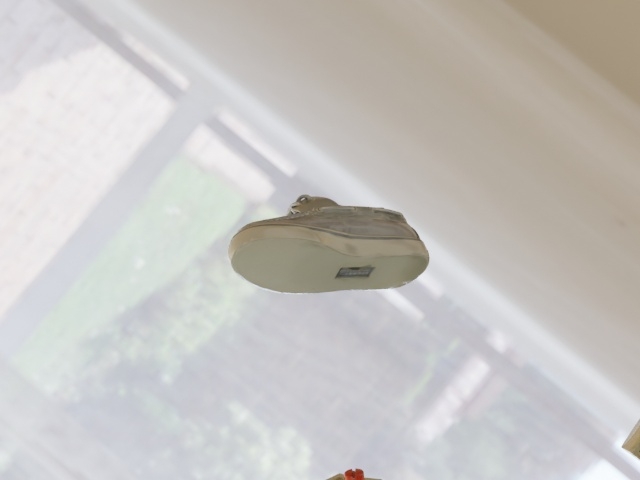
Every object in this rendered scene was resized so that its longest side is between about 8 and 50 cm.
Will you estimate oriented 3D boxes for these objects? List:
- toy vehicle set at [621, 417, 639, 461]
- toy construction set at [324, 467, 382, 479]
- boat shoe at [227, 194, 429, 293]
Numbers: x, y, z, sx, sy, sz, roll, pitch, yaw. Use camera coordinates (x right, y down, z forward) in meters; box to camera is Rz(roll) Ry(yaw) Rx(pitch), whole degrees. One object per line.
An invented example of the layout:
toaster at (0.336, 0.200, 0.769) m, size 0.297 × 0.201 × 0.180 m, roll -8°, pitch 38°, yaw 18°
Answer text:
toy vehicle set at (0.523, 0.204, 2.029) m, size 0.267 × 0.166 × 0.035 m, roll -55°, pitch -165°, yaw -4°
toy construction set at (0.124, 0.469, 2.273) m, size 0.151 × 0.327 × 0.215 m, roll -27°, pitch -159°, yaw -19°
boat shoe at (0.001, -0.001, 1.539) m, size 0.227 × 0.081 × 0.079 m, roll 4°, pitch 137°, yaw -36°
